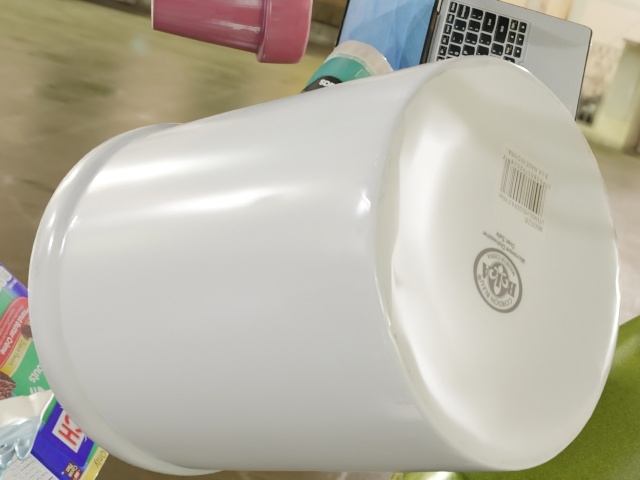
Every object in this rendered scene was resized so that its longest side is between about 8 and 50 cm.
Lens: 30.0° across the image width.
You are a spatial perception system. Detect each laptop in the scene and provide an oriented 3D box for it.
[{"bbox_3d":[0.222,-0.263,1.785,0.408,0.382,0.236,16,-20,-3],"label":"laptop"}]

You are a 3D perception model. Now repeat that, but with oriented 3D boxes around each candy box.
[{"bbox_3d":[-0.452,0.229,1.788,0.317,0.122,0.268,47,25,-13],"label":"candy box"}]

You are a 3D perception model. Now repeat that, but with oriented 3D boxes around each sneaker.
[{"bbox_3d":[-0.011,-0.073,1.273,0.108,0.302,0.121,33,52,15],"label":"sneaker"}]

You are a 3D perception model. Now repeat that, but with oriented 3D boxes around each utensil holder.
[{"bbox_3d":[0.002,0.036,0.985,0.385,0.327,0.327,-7,-6,44],"label":"utensil holder"}]

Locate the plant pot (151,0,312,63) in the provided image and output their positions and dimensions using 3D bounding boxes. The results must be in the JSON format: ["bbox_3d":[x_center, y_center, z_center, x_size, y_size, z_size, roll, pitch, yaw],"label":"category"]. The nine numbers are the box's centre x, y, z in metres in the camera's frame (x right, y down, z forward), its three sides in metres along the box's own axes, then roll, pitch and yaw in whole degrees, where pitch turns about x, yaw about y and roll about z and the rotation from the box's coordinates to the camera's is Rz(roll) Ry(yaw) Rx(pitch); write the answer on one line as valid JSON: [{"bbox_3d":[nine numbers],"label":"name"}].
[{"bbox_3d":[-0.110,-0.312,1.419,0.180,0.201,0.201,-1,17,-9],"label":"plant pot"}]

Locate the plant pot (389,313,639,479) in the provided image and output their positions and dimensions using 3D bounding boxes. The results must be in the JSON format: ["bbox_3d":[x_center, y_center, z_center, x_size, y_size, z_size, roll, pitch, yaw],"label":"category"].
[{"bbox_3d":[0.319,0.240,1.166,0.366,0.353,0.366,42,8,-7],"label":"plant pot"}]

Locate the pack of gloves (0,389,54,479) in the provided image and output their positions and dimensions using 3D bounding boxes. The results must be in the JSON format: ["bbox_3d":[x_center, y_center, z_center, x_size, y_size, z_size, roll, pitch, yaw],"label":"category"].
[{"bbox_3d":[-0.401,0.239,1.321,0.195,0.046,0.232,-13,11,-2],"label":"pack of gloves"}]
